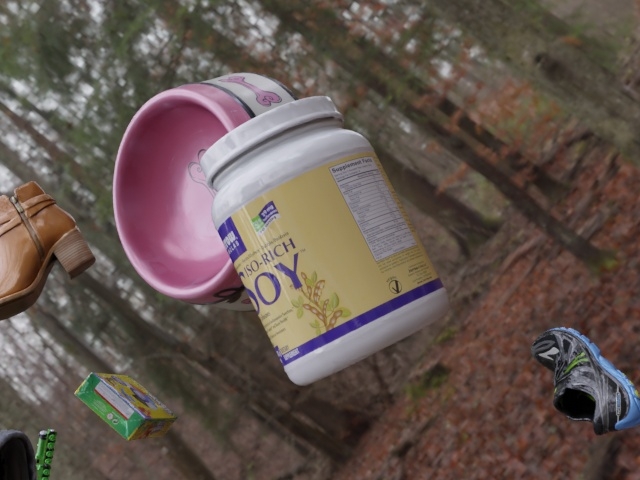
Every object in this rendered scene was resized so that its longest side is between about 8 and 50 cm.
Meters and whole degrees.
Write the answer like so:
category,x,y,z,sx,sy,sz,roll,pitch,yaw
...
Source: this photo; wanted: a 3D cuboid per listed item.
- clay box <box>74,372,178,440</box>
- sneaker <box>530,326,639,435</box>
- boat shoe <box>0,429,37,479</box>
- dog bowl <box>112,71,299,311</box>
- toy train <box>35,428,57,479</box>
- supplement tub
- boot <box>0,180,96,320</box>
category,x,y,z,sx,sy,sz,roll,pitch,yaw
clay box,-0.337,0.295,1.599,0.053,0.127,0.222,-52,-12,-2
sneaker,0.298,0.162,1.051,0.078,0.067,0.188,-22,28,-9
boat shoe,-0.289,0.310,0.754,0.108,0.102,0.301,34,-130,-53
dog bowl,-0.183,-0.077,1.476,0.150,0.408,0.408,-6,-44,-49
toy train,-0.377,0.294,1.223,0.017,0.024,0.083,-117,38,-69
supplement tub,0.000,0.000,1.205,0.241,0.331,0.241,-27,-7,-3
boot,-0.625,0.020,1.802,0.283,0.220,0.109,-36,-9,-19
